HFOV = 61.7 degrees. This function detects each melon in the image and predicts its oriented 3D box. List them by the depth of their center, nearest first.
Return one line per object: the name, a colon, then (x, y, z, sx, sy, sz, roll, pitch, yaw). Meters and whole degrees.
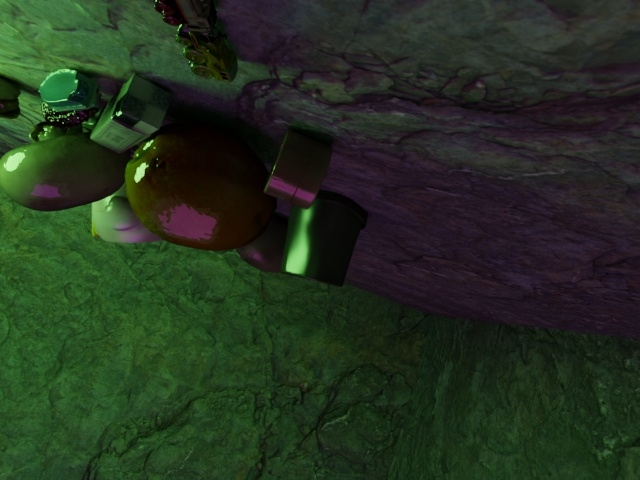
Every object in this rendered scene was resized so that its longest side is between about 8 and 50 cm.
melon: (-0.207, 0.012, 2.147, 0.223, 0.222, 0.317, 10, 168, 40)

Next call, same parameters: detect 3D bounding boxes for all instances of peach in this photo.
peach: (-0.281, -0.121, 1.317, 0.373, 0.289, 0.372, 2, 139, 2)

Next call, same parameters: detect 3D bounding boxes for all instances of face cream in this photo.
face cream: (-0.050, -0.153, 1.159, 0.104, 0.149, 0.149, 21, 170, -10)

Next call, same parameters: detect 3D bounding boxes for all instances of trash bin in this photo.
trash bin: (0.000, 0.000, 1.634, 0.220, 0.250, 0.219, 10, 174, 38)

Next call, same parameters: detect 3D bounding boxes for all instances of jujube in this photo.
jujube: (-0.658, -0.344, 1.390, 0.166, 0.104, 0.104, -6, 158, 36)

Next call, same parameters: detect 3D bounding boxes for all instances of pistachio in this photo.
pistachio: (-0.928, -0.400, 1.452, 0.215, 0.143, 0.144, 14, 171, -15)

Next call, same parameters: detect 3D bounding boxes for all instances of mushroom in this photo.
mushroom: (-0.741, -0.241, 1.549, 0.363, 0.294, 0.362, -12, -168, 3)

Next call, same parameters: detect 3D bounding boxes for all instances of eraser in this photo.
eraser: (-0.467, -0.292, 1.292, 0.096, 0.098, 0.404, 24, 168, -29)

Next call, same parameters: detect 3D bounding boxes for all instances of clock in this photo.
clock: (-0.609, -0.130, 1.937, 0.377, 0.250, 0.368, 1, -171, 3)

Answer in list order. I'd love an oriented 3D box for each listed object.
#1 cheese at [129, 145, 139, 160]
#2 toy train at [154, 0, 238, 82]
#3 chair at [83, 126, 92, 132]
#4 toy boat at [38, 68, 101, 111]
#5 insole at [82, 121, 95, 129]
cheese: (-0.607, -0.279, 1.782, 0.105, 0.042, 0.191, 15, 171, 21)
toy train: (-0.185, -0.317, 0.794, 0.085, 0.053, 0.249, 9, 169, 7)
chair: (-0.835, -0.258, 1.833, 0.175, 0.183, 0.326, 49, 160, -16)
toy boat: (-0.581, -0.340, 1.268, 0.215, 0.088, 0.102, 9, 170, 36)
insole: (-0.649, -0.335, 1.638, 0.192, 0.010, 0.063, 17, 169, 14)
